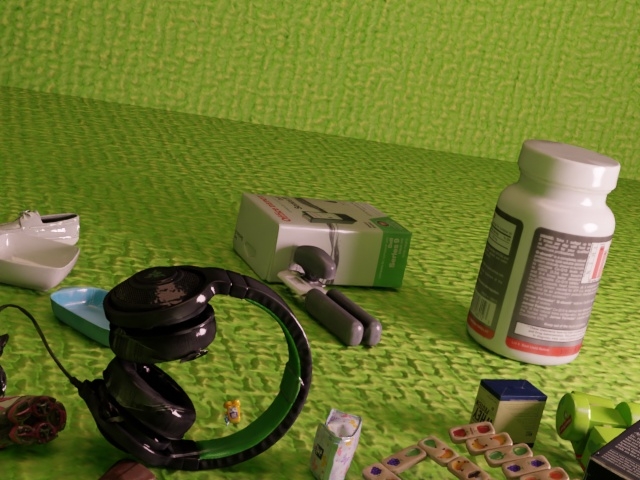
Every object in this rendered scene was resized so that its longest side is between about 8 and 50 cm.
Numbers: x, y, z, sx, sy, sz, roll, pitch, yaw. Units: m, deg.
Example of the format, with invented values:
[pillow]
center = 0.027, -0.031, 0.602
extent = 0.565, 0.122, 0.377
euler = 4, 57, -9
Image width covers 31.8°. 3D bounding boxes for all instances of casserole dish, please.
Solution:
[casserole dish]
center = -0.329, 0.118, 1.705
extent = 0.188, 0.037, 0.114
euler = 22, 19, 34

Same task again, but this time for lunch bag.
[lunch bag]
center = 0.017, 0.259, 1.405
extent = 0.053, 0.071, 0.083
euler = 15, 17, 6

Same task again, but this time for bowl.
[bowl]
center = -0.477, 0.038, 1.842
extent = 0.142, 0.053, 0.142
euler = 13, 15, -1

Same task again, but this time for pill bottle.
[pill bottle]
center = 0.398, 0.019, 1.983
extent = 0.210, 0.363, 0.210
euler = 11, 16, -3

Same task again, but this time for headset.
[headset]
center = -0.196, 0.151, 1.289
extent = 0.394, 0.243, 0.185
euler = 11, 15, -18

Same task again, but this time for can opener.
[can opener]
center = 0.015, 0.088, 1.954
extent = 0.076, 0.095, 0.283
euler = 2, 18, -30

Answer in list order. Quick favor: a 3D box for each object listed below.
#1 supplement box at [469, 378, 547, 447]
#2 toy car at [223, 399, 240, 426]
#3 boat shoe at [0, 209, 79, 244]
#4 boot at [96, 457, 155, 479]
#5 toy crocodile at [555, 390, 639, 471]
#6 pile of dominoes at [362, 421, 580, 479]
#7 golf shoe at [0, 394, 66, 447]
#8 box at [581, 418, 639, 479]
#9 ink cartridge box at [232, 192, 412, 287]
[supplement box]
center = 0.267, 0.248, 1.606
extent = 0.083, 0.083, 0.056
euler = 4, 18, -26
[toy car]
center = -0.155, 0.219, 1.456
extent = 0.122, 0.060, 0.040
euler = -1, 51, -19
[boat shoe]
center = -0.516, -0.025, 2.011
extent = 0.184, 0.063, 0.066
euler = 2, 19, -34
[boot]
center = -0.207, 0.280, 1.241
extent = 0.106, 0.037, 0.114
euler = 20, 13, 18
[toy crocodile]
center = 0.401, 0.299, 1.526
extent = 0.115, 0.105, 0.340
euler = 9, 21, -11
[pile of dominoes]
center = 0.199, 0.291, 1.367
extent = 0.196, 0.040, 0.251
euler = -22, 31, -28
[golf shoe]
center = -0.394, 0.214, 1.295
extent = 0.186, 0.067, 0.086
euler = 3, -5, -37
[box]
center = 0.375, 0.290, 1.254
extent = 0.108, 0.153, 0.207
euler = 27, 29, 33
[ink cartridge box]
center = 0.000, 0.000, 2.200
extent = 0.289, 0.121, 0.211
euler = 3, 17, -26
